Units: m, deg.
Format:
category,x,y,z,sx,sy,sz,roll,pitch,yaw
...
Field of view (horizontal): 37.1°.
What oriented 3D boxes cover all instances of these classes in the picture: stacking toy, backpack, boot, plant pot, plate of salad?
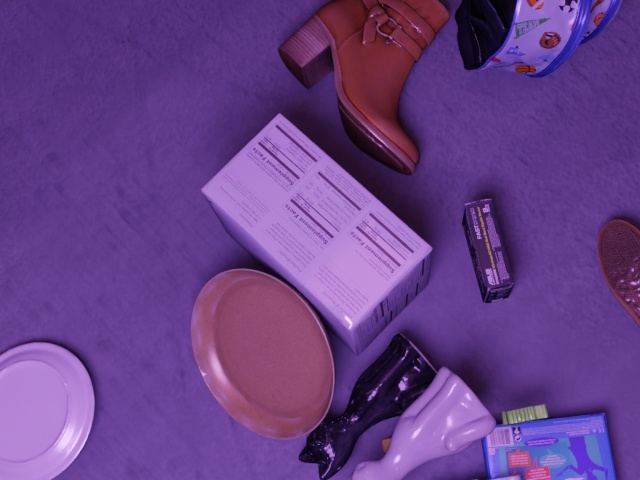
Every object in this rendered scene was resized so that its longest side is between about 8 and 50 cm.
category,x,y,z,sx,sy,sz,roll,pitch,yaw
stacking toy,0.191,0.308,1.185,0.221,0.052,0.166,-19,71,26
backpack,0.287,-0.356,1.301,0.213,0.276,0.263,12,80,-4
boot,0.104,-0.248,1.368,0.220,0.109,0.283,-38,67,-8
plant pot,-0.072,0.145,1.247,0.236,0.032,0.236,12,112,33
plate of salad,-0.398,0.240,1.314,0.200,0.048,0.199,-5,69,14

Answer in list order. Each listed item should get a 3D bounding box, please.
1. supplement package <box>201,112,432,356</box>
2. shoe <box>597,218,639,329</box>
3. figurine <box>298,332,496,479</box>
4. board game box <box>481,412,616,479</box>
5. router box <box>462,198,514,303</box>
category,x,y,z,sx,sy,sz,roll,pitch,yaw
supplement package,0.000,0.000,1.250,0.262,0.204,0.145,43,82,15
shoe,0.433,0.073,1.264,0.077,0.058,0.219,-29,69,19
figurine,0.082,0.239,1.177,0.209,0.215,0.092,-42,112,-7
board game box,0.296,0.333,1.209,0.160,0.047,0.210,-7,74,5
router box,0.223,0.015,1.279,0.038,0.092,0.122,-14,75,3
